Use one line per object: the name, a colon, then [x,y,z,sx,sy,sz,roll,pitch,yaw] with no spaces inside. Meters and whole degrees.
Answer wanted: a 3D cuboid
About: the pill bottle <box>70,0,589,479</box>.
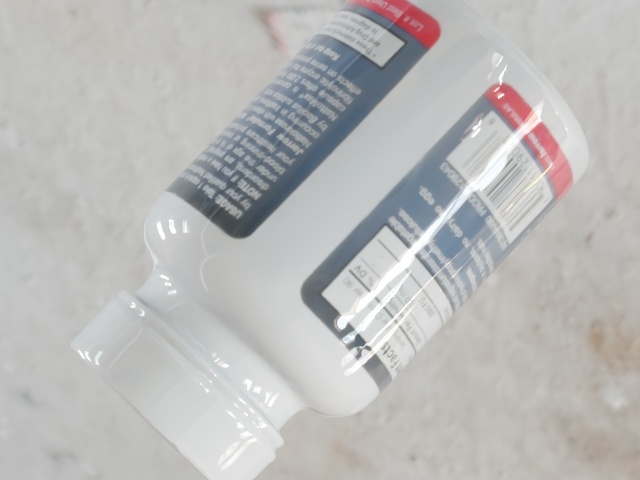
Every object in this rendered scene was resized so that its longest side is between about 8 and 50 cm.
pill bottle: [0.000,0.000,0.694,0.108,0.180,0.108,43,172,7]
